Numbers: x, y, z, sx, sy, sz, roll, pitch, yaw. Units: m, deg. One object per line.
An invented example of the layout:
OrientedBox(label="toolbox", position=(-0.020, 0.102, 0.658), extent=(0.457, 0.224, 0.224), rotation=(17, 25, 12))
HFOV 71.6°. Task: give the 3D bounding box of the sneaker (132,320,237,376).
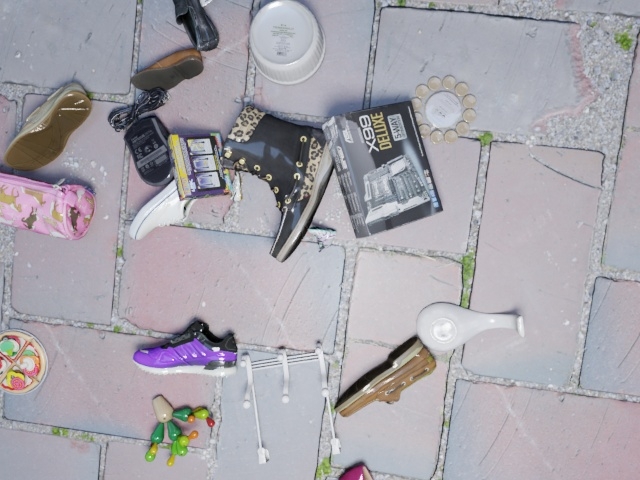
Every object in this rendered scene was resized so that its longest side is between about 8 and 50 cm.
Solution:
OrientedBox(label="sneaker", position=(-0.376, 0.298, 1.257), extent=(0.293, 0.102, 0.146), rotation=(3, 90, -1))

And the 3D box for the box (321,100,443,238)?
OrientedBox(label="box", position=(0.162, -0.185, 1.143), extent=(0.242, 0.076, 0.308), rotation=(-18, 92, -25))

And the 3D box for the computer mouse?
OrientedBox(label="computer mouse", position=(-0.465, -0.271, 1.242), extent=(0.188, 0.072, 0.272), rotation=(-25, 79, 7))

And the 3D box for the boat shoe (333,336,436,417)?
OrientedBox(label="boat shoe", position=(0.180, 0.399, 1.213), extent=(0.307, 0.111, 0.104), rotation=(-39, 89, 5))

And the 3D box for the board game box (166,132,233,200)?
OrientedBox(label="board game box", position=(-0.326, -0.200, 1.199), extent=(0.141, 0.048, 0.170), rotation=(-11, 87, -33))

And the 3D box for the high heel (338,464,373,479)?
OrientedBox(label="high heel", position=(0.190, 0.805, 1.224), extent=(0.377, 0.127, 0.181), rotation=(39, 106, 4))

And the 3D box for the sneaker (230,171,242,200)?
OrientedBox(label="sneaker", position=(-0.241, -0.153, 1.247), extent=(0.036, 0.032, 0.083), rotation=(-2, 93, 4))

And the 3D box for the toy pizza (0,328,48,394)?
OrientedBox(label="toy pizza", position=(-0.916, 0.367, 1.325), extent=(0.201, 0.032, 0.201), rotation=(0, 93, 4))

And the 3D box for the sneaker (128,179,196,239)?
OrientedBox(label="sneaker", position=(-0.421, -0.082, 1.233), extent=(0.258, 0.094, 0.091), rotation=(-44, 89, 6))

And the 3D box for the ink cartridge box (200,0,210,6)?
OrientedBox(label="ink cartridge box", position=(-0.326, -0.684, 1.220), extent=(0.048, 0.028, 0.083), rotation=(-32, 91, 5))

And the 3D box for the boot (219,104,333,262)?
OrientedBox(label="boot", position=(-0.131, -0.159, 1.185), extent=(0.284, 0.138, 0.378), rotation=(23, 91, 1))

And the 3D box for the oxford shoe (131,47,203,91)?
OrientedBox(label="oxford shoe", position=(-0.424, -0.475, 1.231), extent=(0.212, 0.076, 0.076), rotation=(-15, 62, 7))

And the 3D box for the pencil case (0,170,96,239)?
OrientedBox(label="pencil case", position=(-0.834, -0.115, 1.227), extent=(0.386, 0.160, 0.167), rotation=(12, 95, 4))

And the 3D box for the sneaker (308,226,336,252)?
OrientedBox(label="sneaker", position=(0.000, 0.000, 1.216), extent=(0.098, 0.038, 0.069), rotation=(7, 104, -41))

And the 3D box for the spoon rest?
OrientedBox(label="spoon rest", position=(0.403, 0.235, 1.214), extent=(0.276, 0.084, 0.137), rotation=(-6, 92, 18))

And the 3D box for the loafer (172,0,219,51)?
OrientedBox(label="loafer", position=(-0.358, -0.614, 1.195), extent=(0.078, 0.076, 0.223), rotation=(-32, 94, -35))

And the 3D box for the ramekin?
OrientedBox(label="ramekin", position=(-0.091, -0.529, 1.174), extent=(0.207, 0.109, 0.207), rotation=(0, 94, 3))

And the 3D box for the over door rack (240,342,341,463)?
OrientedBox(label="over door rack", position=(-0.082, 0.467, 1.238), extent=(0.239, 0.108, 0.324), rotation=(-10, 93, 5))

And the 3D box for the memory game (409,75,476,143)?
OrientedBox(label="memory game", position=(0.331, -0.354, 1.205), extent=(0.186, 0.012, 0.186), rotation=(0, 93, 4))

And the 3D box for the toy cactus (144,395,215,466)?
OrientedBox(label="toy cactus", position=(-0.422, 0.532, 1.282), extent=(0.219, 0.112, 0.180), rotation=(-40, 71, 8))

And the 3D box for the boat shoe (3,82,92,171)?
OrientedBox(label="boat shoe", position=(-0.767, -0.319, 1.247), extent=(0.302, 0.109, 0.098), rotation=(-42, 53, 9))
